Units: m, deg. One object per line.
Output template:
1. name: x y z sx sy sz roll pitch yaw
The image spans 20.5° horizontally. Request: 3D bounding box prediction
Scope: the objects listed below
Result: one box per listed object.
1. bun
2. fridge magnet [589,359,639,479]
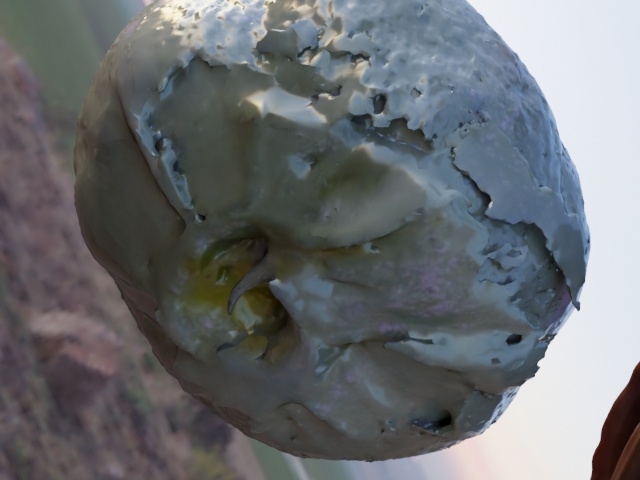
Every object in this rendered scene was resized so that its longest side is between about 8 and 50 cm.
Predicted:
1. bun: 0.000 0.000 0.761 0.141 0.239 0.239 -51 122 -51
2. fridge magnet: 0.256 0.155 0.718 0.155 0.363 0.363 7 51 -50
